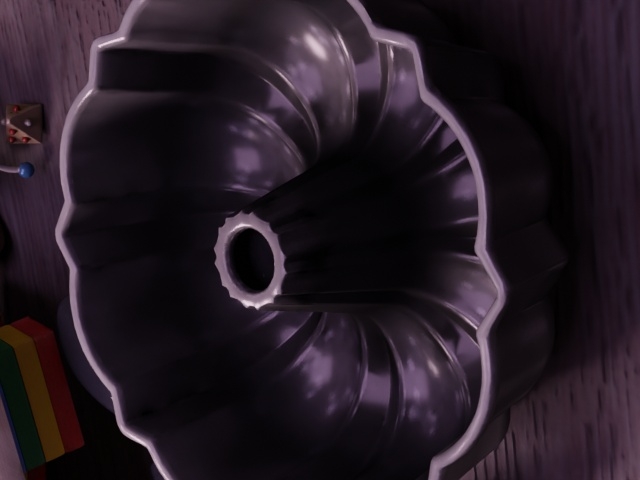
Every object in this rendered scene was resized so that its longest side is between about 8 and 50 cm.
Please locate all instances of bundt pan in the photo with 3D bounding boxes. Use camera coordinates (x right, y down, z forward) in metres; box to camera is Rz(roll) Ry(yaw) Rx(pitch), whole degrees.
[{"bbox_3d":[0.000,0.000,0.805,0.331,0.124,0.330,11,108,39],"label":"bundt pan"}]

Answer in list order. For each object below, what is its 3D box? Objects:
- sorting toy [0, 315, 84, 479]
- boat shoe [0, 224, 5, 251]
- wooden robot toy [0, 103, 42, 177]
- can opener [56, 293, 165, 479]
[{"bbox_3d":[-0.238,0.160,1.035,0.257,0.089,0.255,17,124,53],"label":"sorting toy"},{"bbox_3d":[-0.323,-0.042,1.126,0.190,0.068,0.072,57,141,16],"label":"boat shoe"},{"bbox_3d":[-0.287,-0.059,1.033,0.173,0.079,0.076,-25,83,12],"label":"wooden robot toy"},{"bbox_3d":[-0.097,0.157,0.943,0.076,0.095,0.283,-46,63,39],"label":"can opener"}]
